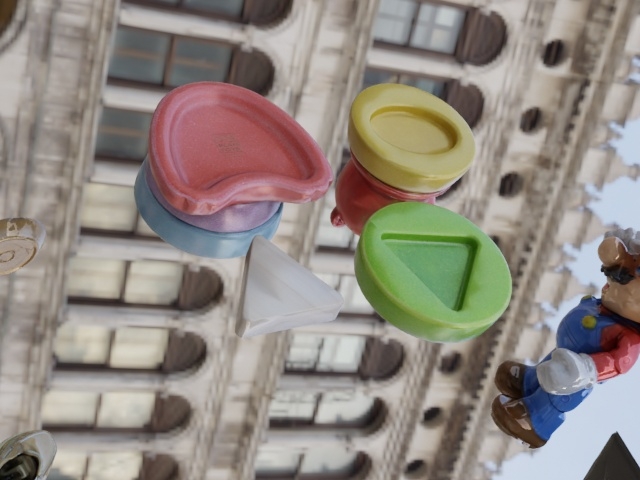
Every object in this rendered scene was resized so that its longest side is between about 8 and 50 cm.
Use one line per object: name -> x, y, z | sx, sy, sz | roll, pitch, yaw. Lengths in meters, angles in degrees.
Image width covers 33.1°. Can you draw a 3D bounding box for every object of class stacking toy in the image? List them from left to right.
stacking toy -> 0.000, 0.000, 0.924 | 0.130, 0.309, 0.279 | 116, -34, -44

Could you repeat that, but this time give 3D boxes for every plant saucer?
plant saucer -> -0.289, 0.010, 0.985 | 0.015, 0.083, 0.083 | 62, -39, 25

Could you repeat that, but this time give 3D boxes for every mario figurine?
mario figurine -> 0.307, 0.079, 1.223 | 0.320, 0.170, 0.198 | -48, -139, 23

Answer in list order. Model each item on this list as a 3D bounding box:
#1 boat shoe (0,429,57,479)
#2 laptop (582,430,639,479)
boat shoe -> -0.332, 0.256, 1.193 | 0.072, 0.068, 0.190 | -32, -172, 19
laptop -> 0.397, 0.527, 1.304 | 0.408, 0.236, 0.382 | 58, 8, -18
